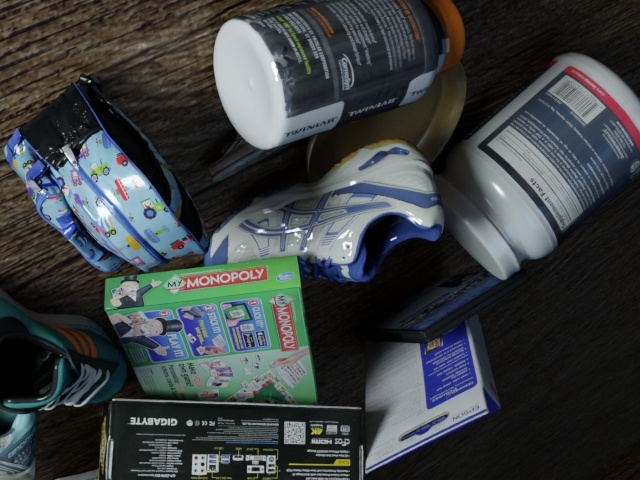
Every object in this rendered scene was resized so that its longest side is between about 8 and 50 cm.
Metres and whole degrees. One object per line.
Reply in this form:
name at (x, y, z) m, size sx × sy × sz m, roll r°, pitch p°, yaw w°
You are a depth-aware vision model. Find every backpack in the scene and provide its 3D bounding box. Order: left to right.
backpack at (-0.185, -0.038, 0.875) m, size 0.117 × 0.173 × 0.158 m, roll -39°, pitch 148°, yaw -5°

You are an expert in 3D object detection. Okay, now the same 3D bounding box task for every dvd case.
dvd case at (0.166, 0.096, 1.389) m, size 0.180 × 0.022 × 0.253 m, roll -30°, pitch -175°, yaw -19°

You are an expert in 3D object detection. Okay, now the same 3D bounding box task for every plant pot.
plant pot at (0.074, -0.137, 1.160) m, size 0.236 × 0.032 × 0.236 m, roll -28°, pitch 145°, yaw -22°

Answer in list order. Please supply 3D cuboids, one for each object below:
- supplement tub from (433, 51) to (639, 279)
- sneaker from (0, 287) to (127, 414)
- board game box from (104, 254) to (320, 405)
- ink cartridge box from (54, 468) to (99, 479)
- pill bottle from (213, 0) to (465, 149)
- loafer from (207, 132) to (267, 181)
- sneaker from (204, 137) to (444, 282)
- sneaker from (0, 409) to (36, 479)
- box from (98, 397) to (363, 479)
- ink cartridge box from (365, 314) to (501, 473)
supplement tub at (0.289, -0.098, 1.280) m, size 0.272 × 0.191 × 0.191 m, roll -41°, pitch 147°, yaw -2°
sneaker at (-0.292, 0.137, 1.012) m, size 0.108 × 0.121 × 0.302 m, roll -46°, pitch 148°, yaw 3°
board game box at (-0.117, 0.136, 1.165) m, size 0.213 × 0.046 × 0.317 m, roll -8°, pitch 144°, yaw -1°
ink cartridge box at (-0.261, 0.483, 1.269) m, size 0.131 × 0.306 × 0.226 m, roll -6°, pitch 135°, yaw -42°
pill bottle at (0.028, -0.184, 0.967) m, size 0.246 × 0.130 × 0.130 m, roll -21°, pitch 142°, yaw -28°
loafer at (-0.072, -0.109, 1.044) m, size 0.125 × 0.039 × 0.045 m, roll -32°, pitch 179°, yaw -10°
sneaker at (0.000, 0.000, 1.105) m, size 0.296 × 0.131 × 0.112 m, roll -29°, pitch 148°, yaw 14°
sneaker at (-0.428, 0.220, 1.011) m, size 0.283 × 0.110 × 0.122 m, roll 1°, pitch 110°, yaw -49°
box at (-0.107, 0.326, 1.167) m, size 0.322 × 0.257 × 0.079 m, roll 4°, pitch 166°, yaw -17°
ink cartridge box at (0.149, 0.199, 1.342) m, size 0.176 × 0.069 × 0.371 m, roll -30°, pitch -166°, yaw 13°
